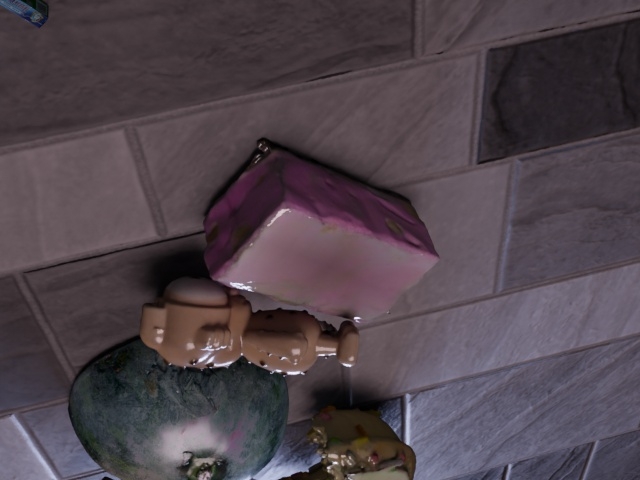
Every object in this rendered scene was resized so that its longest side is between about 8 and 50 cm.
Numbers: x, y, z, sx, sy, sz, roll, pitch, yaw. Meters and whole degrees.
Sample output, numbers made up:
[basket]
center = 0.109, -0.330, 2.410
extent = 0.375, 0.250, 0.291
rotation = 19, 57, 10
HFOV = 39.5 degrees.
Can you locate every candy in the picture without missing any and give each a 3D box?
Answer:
[candy]
center = 0.000, 0.000, 1.087
extent = 0.265, 0.116, 0.155
rotation = 18, 126, -38

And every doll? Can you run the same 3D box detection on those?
[doll]
center = -0.089, 0.113, 1.132
extent = 0.278, 0.154, 0.119
rotation = 8, 92, -13

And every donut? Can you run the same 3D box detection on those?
[donut]
center = -0.001, 0.422, 1.524
extent = 0.371, 0.150, 0.307
rotation = -42, 141, 21

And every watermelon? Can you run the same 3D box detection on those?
[watermelon]
center = -0.183, 0.245, 1.249
extent = 0.321, 0.175, 0.188
rotation = -4, 139, -18

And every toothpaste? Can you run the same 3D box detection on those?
[toothpaste]
center = -0.282, -0.222, 0.797
extent = 0.017, 0.020, 0.083
rotation = -35, 137, 26

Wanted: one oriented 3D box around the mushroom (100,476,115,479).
[mushroom]
center = -0.257, 0.404, 1.403
extent = 0.195, 0.189, 0.254
rotation = 24, 162, -4
